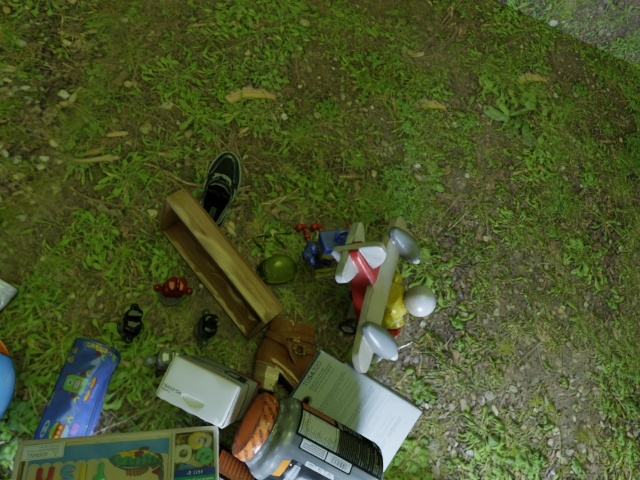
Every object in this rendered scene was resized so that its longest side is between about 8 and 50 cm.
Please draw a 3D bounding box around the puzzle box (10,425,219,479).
[{"bbox_3d":[-0.409,0.528,1.059,0.409,0.052,0.272,-2,54,-10],"label":"puzzle box"}]

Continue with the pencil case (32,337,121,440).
[{"bbox_3d":[-0.565,0.383,1.231,0.133,0.119,0.306,8,63,9],"label":"pencil case"}]

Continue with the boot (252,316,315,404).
[{"bbox_3d":[-0.042,0.345,1.472,0.283,0.109,0.220,18,58,-5],"label":"boot"}]

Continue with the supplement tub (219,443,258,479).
[{"bbox_3d":[-0.215,0.607,1.219,0.338,0.207,0.207,33,60,-4],"label":"supplement tub"}]

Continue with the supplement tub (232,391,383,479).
[{"bbox_3d":[-0.030,0.490,1.214,0.316,0.193,0.193,32,60,-11],"label":"supplement tub"}]

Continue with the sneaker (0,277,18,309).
[{"bbox_3d":[-0.854,0.098,1.277,0.212,0.080,0.094,33,71,-6],"label":"sneaker"}]

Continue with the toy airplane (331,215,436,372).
[{"bbox_3d":[0.178,0.129,1.442,0.272,0.384,0.386,9,97,18],"label":"toy airplane"}]

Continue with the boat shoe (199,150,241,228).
[{"bbox_3d":[-0.302,-0.152,1.577,0.108,0.102,0.301,21,62,-11],"label":"boat shoe"}]

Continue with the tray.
[{"bbox_3d":[-0.275,0.069,1.433,0.076,0.203,0.411,-38,85,-30],"label":"tray"}]

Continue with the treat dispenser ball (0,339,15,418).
[{"bbox_3d":[-0.792,0.299,1.086,0.288,0.288,0.288,8,65,-18],"label":"treat dispenser ball"}]

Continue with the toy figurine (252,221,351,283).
[{"bbox_3d":[0.000,0.000,1.561,0.363,0.217,0.191,-5,70,-23],"label":"toy figurine"}]

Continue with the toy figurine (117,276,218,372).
[{"bbox_3d":[-0.389,0.220,1.365,0.209,0.148,0.213,47,58,-3],"label":"toy figurine"}]

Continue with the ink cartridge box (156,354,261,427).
[{"bbox_3d":[-0.258,0.353,1.266,0.172,0.237,0.100,22,81,9],"label":"ink cartridge box"}]

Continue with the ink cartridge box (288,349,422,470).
[{"bbox_3d":[0.041,0.485,1.359,0.330,0.071,0.324,34,88,-10],"label":"ink cartridge box"}]
